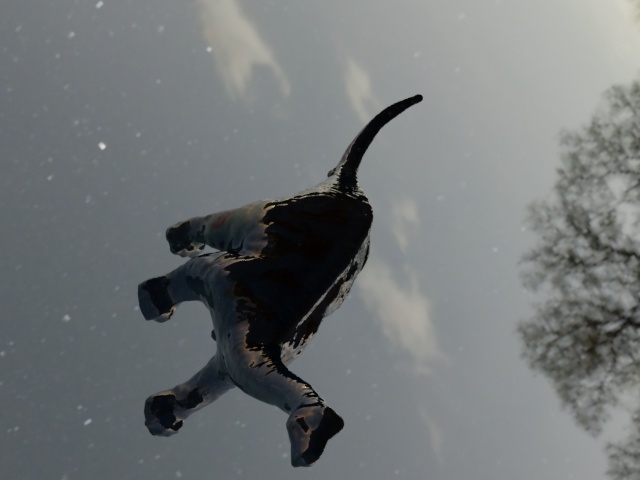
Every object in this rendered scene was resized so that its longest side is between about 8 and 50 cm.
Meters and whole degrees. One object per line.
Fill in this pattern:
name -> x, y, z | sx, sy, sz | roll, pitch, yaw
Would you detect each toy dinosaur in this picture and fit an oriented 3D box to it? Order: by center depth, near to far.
toy dinosaur -> -0.027, 0.016, 0.513 | 0.076, 0.144, 0.329 | 57, -154, -19
